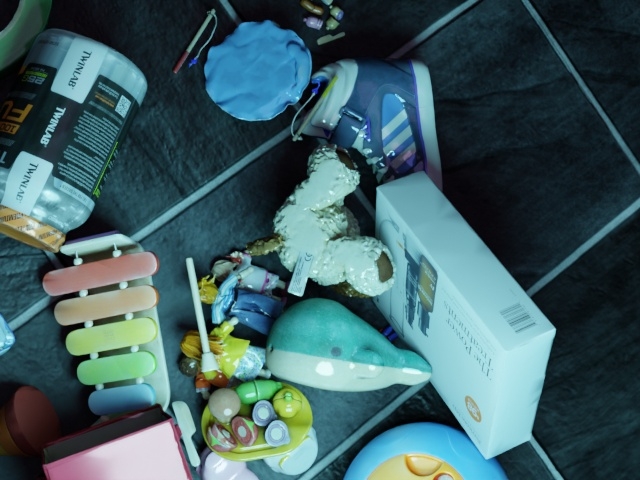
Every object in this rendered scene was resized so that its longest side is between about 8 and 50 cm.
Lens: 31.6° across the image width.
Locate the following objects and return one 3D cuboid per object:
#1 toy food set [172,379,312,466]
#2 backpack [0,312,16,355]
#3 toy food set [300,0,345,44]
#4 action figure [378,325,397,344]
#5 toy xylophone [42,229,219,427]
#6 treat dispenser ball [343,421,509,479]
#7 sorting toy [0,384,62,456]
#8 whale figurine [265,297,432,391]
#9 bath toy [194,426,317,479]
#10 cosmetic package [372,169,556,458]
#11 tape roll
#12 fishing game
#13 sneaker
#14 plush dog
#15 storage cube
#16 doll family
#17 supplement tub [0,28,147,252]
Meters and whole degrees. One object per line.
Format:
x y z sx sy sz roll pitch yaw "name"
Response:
-0.119 0.278 1.786 0.218 0.071 0.128 -9 61 -9 "toy food set"
-0.546 0.146 1.760 0.114 0.084 0.105 -31 91 -15 "backpack"
-0.001 -0.416 2.018 0.078 0.019 0.122 -23 91 -18 "toy food set"
0.116 0.171 1.987 0.115 0.030 0.038 -39 90 -12 "action figure"
-0.298 0.137 1.793 0.236 0.081 0.322 -20 85 17 "toy xylophone"
0.172 0.441 1.840 0.288 0.288 0.288 2 84 -17 "treat dispenser ball"
-0.436 0.414 1.773 0.126 0.127 0.365 -24 95 11 "sorting toy"
0.047 0.170 1.821 0.272 0.216 0.141 9 86 -23 "whale figurine"
-0.165 0.392 1.834 0.348 0.129 0.151 -38 140 -15 "bath toy"
0.212 0.115 1.799 0.097 0.284 0.377 -22 50 -16 "cosmetic package"
-0.593 -0.403 1.808 0.321 0.077 0.321 2 84 -16 "tape roll"
-0.107 -0.290 1.934 0.264 0.041 0.189 26 78 11 "fishing game"
0.079 -0.160 1.971 0.236 0.130 0.323 -5 90 -8 "sneaker"
0.000 0.000 1.873 0.210 0.225 0.262 -23 77 6 "plush dog"
-0.286 0.367 1.640 0.215 0.183 0.193 -19 94 -14 "storage cube"
-0.144 0.135 1.863 0.163 0.118 0.263 22 76 -16 "doll family"
-0.416 -0.153 1.774 0.193 0.193 0.316 25 77 -13 "supplement tub"
